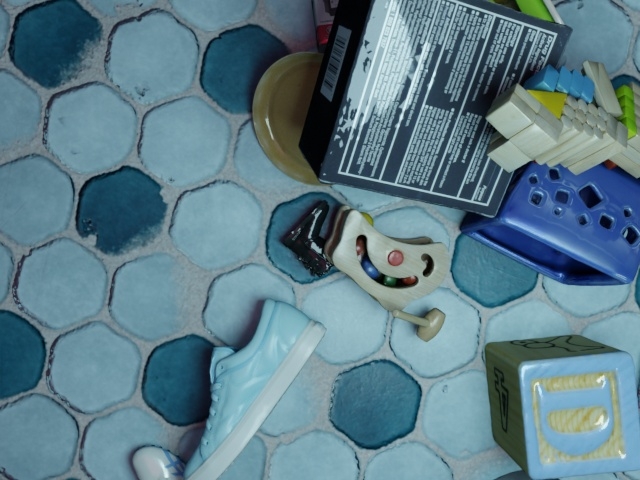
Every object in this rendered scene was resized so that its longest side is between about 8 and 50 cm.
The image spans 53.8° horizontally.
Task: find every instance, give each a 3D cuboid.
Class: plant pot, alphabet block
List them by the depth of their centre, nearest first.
[{"bbox_3d":[0.407,-0.065,1.071,0.236,0.236,0.212,26,84,-1],"label":"plant pot"},{"bbox_3d":[0.408,0.276,1.086,0.193,0.197,0.193,-4,90,0],"label":"alphabet block"},{"bbox_3d":[-0.009,-0.211,1.104,0.236,0.032,0.236,11,118,22],"label":"plant pot"}]

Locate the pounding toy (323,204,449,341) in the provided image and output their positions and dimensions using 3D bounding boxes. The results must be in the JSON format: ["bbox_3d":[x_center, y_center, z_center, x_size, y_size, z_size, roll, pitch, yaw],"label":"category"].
[{"bbox_3d":[0.141,0.044,1.088,0.269,0.155,0.154,40,89,-15],"label":"pounding toy"}]

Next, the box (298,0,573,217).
[{"bbox_3d":[0.154,-0.220,0.944,0.294,0.182,0.296,11,112,-17],"label":"box"}]

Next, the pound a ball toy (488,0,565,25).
[{"bbox_3d":[0.268,-0.449,1.127,0.208,0.136,0.319,-30,91,25],"label":"pound a ball toy"}]

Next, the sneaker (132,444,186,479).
[{"bbox_3d":[-0.258,0.472,1.130,0.085,0.086,0.237,-34,90,1],"label":"sneaker"}]

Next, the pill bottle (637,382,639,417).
[{"bbox_3d":[0.625,0.284,1.145,0.087,0.087,0.160,10,90,-1],"label":"pill bottle"}]

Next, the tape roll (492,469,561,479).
[{"bbox_3d":[0.387,0.538,1.150,0.219,0.072,0.219,0,90,-2],"label":"tape roll"}]

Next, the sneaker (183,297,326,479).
[{"bbox_3d":[-0.149,0.264,1.118,0.150,0.135,0.366,35,81,6],"label":"sneaker"}]

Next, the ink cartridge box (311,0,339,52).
[{"bbox_3d":[0.041,-0.425,1.138,0.109,0.063,0.150,-7,91,-1],"label":"ink cartridge box"}]

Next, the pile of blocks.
[{"bbox_3d":[0.344,-0.163,0.886,0.362,0.113,0.148,1,69,-32],"label":"pile of blocks"}]

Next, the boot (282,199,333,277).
[{"bbox_3d":[0.000,0.000,1.151,0.099,0.045,0.121,42,92,-2],"label":"boot"}]
